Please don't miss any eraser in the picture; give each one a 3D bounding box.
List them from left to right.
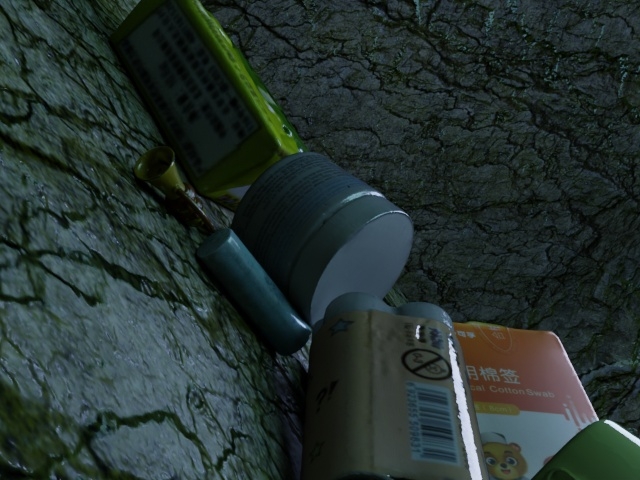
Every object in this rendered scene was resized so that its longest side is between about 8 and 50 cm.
[{"bbox_3d":[0.073,0.160,0.795,0.290,0.171,0.087,-86,-172,-63],"label":"eraser"}]

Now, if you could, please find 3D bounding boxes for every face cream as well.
[{"bbox_3d":[0.000,0.000,0.991,0.153,0.177,0.177,38,-5,31],"label":"face cream"}]

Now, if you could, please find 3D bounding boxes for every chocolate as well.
[{"bbox_3d":[-0.139,-0.183,1.170,0.300,0.137,0.289,57,6,13],"label":"chocolate"}]

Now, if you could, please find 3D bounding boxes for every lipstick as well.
[{"bbox_3d":[-0.071,0.058,0.898,0.158,0.048,0.048,54,7,-26],"label":"lipstick"}]

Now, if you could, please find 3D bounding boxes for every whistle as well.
[{"bbox_3d":[-0.141,-0.048,0.862,0.109,0.057,0.046,54,47,-44],"label":"whistle"}]

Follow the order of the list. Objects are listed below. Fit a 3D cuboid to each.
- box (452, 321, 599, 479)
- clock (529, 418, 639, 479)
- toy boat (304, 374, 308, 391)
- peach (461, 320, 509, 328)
[{"bbox_3d":[0.210,0.253,0.977,0.341,0.225,0.143,-100,-159,-54],"label":"box"},{"bbox_3d":[0.205,0.330,0.693,0.117,0.286,0.348,38,-14,40],"label":"clock"},{"bbox_3d":[0.058,0.189,0.931,0.114,0.115,0.262,53,7,-34],"label":"toy boat"},{"bbox_3d":[0.328,0.314,1.614,0.314,0.282,0.315,67,11,12],"label":"peach"}]
